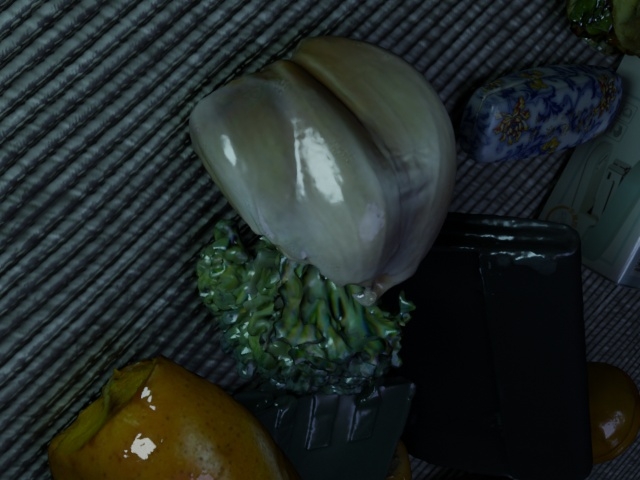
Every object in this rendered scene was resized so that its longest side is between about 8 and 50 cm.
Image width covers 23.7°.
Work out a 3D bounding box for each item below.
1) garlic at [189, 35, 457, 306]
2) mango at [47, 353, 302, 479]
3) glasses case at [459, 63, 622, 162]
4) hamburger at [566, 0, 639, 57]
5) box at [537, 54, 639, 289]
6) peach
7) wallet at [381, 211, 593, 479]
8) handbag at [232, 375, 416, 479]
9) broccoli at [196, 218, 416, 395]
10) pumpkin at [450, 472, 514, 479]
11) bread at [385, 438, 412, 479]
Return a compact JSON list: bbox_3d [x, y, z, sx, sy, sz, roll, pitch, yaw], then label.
[{"bbox_3d":[0.027,-0.065,1.281,0.217,0.110,0.228,-38,100,-32],"label":"garlic"},{"bbox_3d":[-0.102,0.248,1.381,0.350,0.201,0.199,53,37,-32],"label":"mango"},{"bbox_3d":[0.237,-0.138,1.613,0.248,0.065,0.087,-16,127,-44],"label":"glasses case"},{"bbox_3d":[0.351,-0.287,1.606,0.183,0.130,0.206,6,131,-52],"label":"hamburger"},{"bbox_3d":[0.364,-0.089,1.757,0.079,0.135,0.269,12,108,-58],"label":"box"},{"bbox_3d":[0.361,0.224,2.016,0.138,0.138,0.138,-32,139,-33],"label":"peach"},{"bbox_3d":[0.169,0.120,1.610,0.406,0.228,0.062,74,29,-48],"label":"wallet"},{"bbox_3d":[-0.031,0.252,1.584,0.247,0.079,0.260,-8,120,-47],"label":"handbag"},{"bbox_3d":[-0.019,0.003,1.382,0.198,0.177,0.275,3,87,-16],"label":"broccoli"},{"bbox_3d":[0.203,0.408,1.923,0.238,0.159,0.238,-34,133,-46],"label":"pumpkin"},{"bbox_3d":[0.065,0.334,1.781,0.092,0.074,0.239,-26,136,-31],"label":"bread"}]
